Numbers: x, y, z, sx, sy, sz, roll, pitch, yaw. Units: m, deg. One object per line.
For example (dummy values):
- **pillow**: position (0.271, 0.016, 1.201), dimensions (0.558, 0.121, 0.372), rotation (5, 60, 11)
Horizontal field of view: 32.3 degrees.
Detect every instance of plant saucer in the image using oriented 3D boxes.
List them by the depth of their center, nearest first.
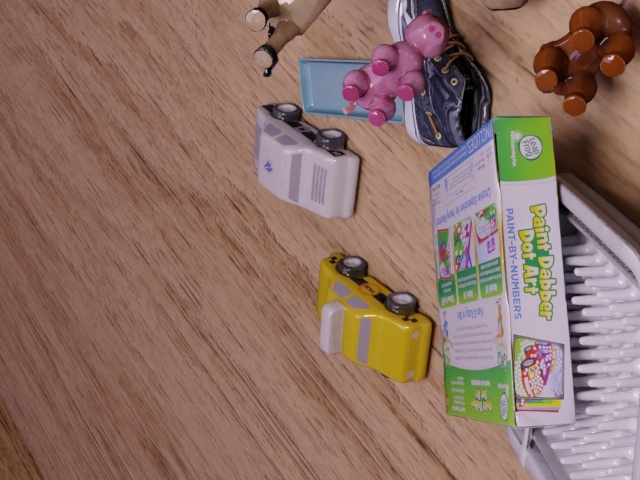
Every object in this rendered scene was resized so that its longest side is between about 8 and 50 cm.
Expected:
- **plant saucer**: position (0.037, -0.170, 1.241), dimensions (0.192, 0.018, 0.067), rotation (14, 114, 53)

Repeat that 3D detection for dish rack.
- **dish rack**: position (0.225, 0.099, 0.897), dimensions (0.333, 0.072, 0.286), rotation (-107, 17, -70)

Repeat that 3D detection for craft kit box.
- **craft kit box**: position (0.153, 0.036, 0.980), dimensions (0.250, 0.060, 0.247), rotation (136, 134, -82)

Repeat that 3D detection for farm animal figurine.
- **farm animal figurine**: position (0.112, -0.259, 0.915), dimensions (0.330, 0.172, 0.327), rotation (14, 128, 11)

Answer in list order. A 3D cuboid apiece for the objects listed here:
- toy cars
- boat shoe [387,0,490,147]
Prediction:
- **toy cars**: position (0.000, 0.000, 1.300), dimensions (0.176, 0.087, 0.394), rotation (-41, 68, 54)
- **boat shoe**: position (0.121, -0.177, 1.073), dimensions (0.083, 0.065, 0.183), rotation (17, 124, 51)
